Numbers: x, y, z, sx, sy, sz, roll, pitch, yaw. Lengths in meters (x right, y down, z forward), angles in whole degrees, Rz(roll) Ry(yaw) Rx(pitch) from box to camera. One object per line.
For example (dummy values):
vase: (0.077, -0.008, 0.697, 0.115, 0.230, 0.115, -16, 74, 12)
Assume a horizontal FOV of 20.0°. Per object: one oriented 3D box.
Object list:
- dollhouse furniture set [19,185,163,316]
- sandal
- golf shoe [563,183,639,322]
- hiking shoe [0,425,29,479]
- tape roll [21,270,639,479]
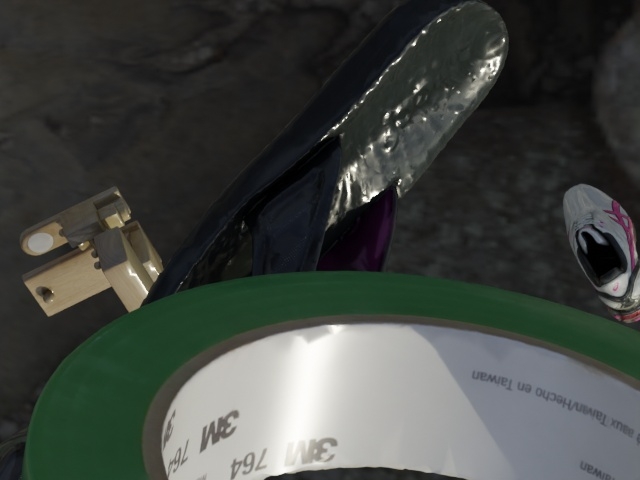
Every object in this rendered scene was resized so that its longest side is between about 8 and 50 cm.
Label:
dollhouse furniture set: (-0.215, 0.043, 1.656, 0.123, 0.151, 0.144, -25, 132, 3)
sandal: (0.000, -0.002, 1.415, 0.445, 0.107, 0.167, -52, 145, 7)
golf shoe: (0.297, -0.003, 1.912, 0.067, 0.186, 0.086, -33, 133, 12)
hiking shoe: (-0.142, 0.156, 1.258, 0.227, 0.114, 0.086, -32, 111, -43)
tape roll: (0.047, 0.116, 0.686, 0.321, 0.321, 0.077, -1, 116, -22)
